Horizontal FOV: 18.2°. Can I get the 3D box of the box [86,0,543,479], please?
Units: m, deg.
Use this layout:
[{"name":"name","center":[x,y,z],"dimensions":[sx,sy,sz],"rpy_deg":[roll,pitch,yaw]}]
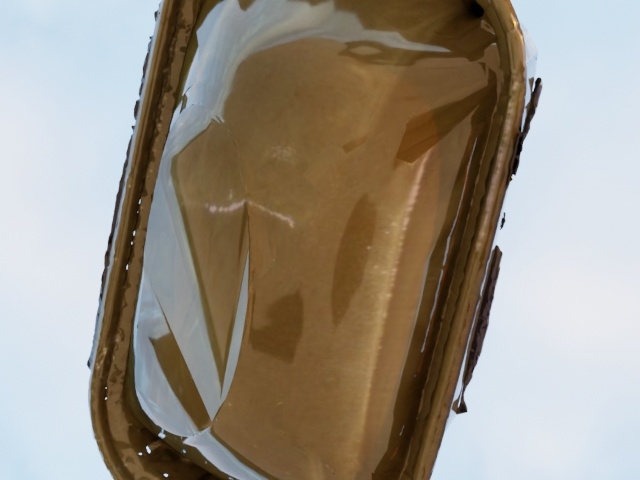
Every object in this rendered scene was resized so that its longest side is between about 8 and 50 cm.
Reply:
[{"name":"box","center":[0.000,0.000,0.532],"dimensions":[0.111,0.111,0.177],"rpy_deg":[13,-74,4]}]
